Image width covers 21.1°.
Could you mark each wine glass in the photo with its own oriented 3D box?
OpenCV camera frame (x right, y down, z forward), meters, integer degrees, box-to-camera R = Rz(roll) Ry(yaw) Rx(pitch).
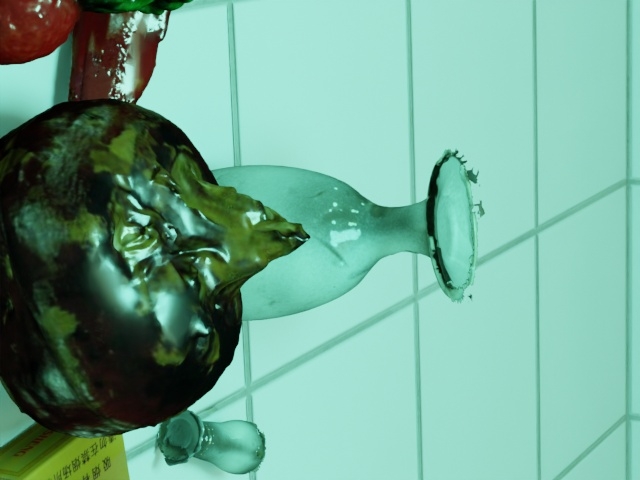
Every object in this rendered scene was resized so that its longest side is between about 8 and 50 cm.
[{"bbox_3d":[0.001,-0.005,1.990,0.190,0.357,0.190,-7,90,-69],"label":"wine glass"},{"bbox_3d":[-0.131,0.243,2.065,0.155,0.072,0.072,24,73,-60],"label":"wine glass"}]

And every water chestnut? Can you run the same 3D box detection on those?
[{"bbox_3d":[-0.180,0.023,1.667,0.335,0.347,0.335,-6,90,-66],"label":"water chestnut"}]

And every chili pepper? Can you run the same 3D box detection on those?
[{"bbox_3d":[-0.204,-0.287,1.822,0.110,0.110,0.388,17,82,-61],"label":"chili pepper"}]

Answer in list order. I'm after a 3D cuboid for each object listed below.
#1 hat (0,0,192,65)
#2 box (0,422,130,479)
[{"bbox_3d":[-0.232,-0.304,1.608,0.332,0.274,0.242,-53,174,-32],"label":"hat"},{"bbox_3d":[-0.269,0.330,1.815,0.174,0.076,0.274,-35,125,-54],"label":"box"}]
